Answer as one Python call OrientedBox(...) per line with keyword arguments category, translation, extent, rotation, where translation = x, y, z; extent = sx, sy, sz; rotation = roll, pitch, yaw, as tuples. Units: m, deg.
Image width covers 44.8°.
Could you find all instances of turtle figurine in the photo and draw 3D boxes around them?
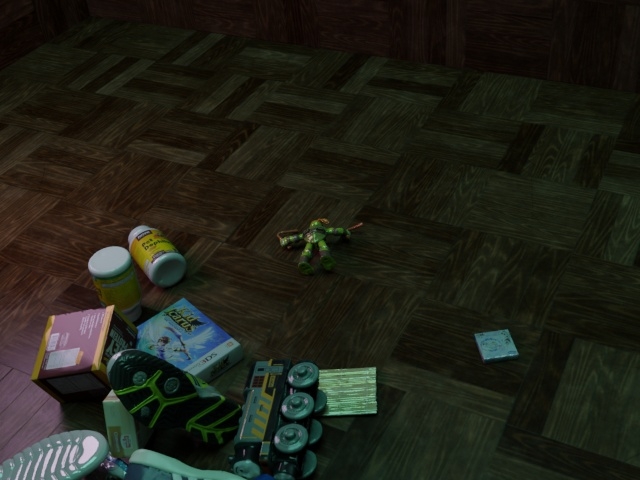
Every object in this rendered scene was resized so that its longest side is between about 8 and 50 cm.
OrientedBox(category="turtle figurine", translation=(0.000, 0.000, 2.334), extent=(0.270, 0.087, 0.217), rotation=(-5, 39, 2))

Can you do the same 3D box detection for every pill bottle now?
OrientedBox(category="pill bottle", translation=(-0.497, 0.041, 2.328), extent=(0.117, 0.117, 0.215), rotation=(-27, 43, -23))
OrientedBox(category="pill bottle", translation=(-0.562, 0.130, 2.155), extent=(0.118, 0.208, 0.117), rotation=(-3, 39, 3))

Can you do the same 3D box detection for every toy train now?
OrientedBox(category="toy train", translation=(-0.097, 0.411, 1.787), extent=(0.190, 0.142, 0.333), rotation=(-4, 40, 14))

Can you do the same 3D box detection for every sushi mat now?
OrientedBox(category="sushi mat", translation=(-0.017, 0.377, 1.927), extent=(0.317, 0.019, 0.151), rotation=(-3, 40, 4))

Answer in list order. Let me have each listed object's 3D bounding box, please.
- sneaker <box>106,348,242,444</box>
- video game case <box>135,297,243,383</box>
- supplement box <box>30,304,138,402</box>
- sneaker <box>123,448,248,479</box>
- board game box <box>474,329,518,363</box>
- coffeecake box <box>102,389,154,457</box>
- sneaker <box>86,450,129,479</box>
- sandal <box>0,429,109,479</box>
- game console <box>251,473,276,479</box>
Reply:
OrientedBox(category="sneaker", translation=(-0.349, 0.353, 1.763), extent=(0.147, 0.385, 0.145), rotation=(21, 73, 46))
OrientedBox(category="video game case", translation=(-0.381, 0.291, 2.050), extent=(0.244, 0.061, 0.270), rotation=(-32, 45, -30))
OrientedBox(category="supplement box", translation=(-0.593, 0.288, 1.970), extent=(0.194, 0.129, 0.191), rotation=(-10, 50, 15))
OrientedBox(category="sneaker", translation=(-0.262, 0.566, 1.664), extent=(0.350, 0.131, 0.148), rotation=(11, 63, 12))
OrientedBox(category="board game box", translation=(0.450, 0.272, 1.990), extent=(0.090, 0.020, 0.090), rotation=(-8, 38, -2))
OrientedBox(category="coffeecake box", translation=(-0.437, 0.398, 1.811), extent=(0.068, 0.142, 0.185), rotation=(-3, 14, 5))
OrientedBox(category="sneaker", translation=(-0.487, 0.531, 1.776), extent=(0.191, 0.071, 0.083), rotation=(22, 60, 34))
OrientedBox(category="sandal", translation=(-0.653, 0.554, 1.738), extent=(0.417, 0.102, 0.169), rotation=(-25, 35, -1))
OrientedBox(category="game console", translation=(-0.134, 0.652, 1.516), extent=(0.250, 0.173, 0.293), rotation=(-42, 70, 4))
